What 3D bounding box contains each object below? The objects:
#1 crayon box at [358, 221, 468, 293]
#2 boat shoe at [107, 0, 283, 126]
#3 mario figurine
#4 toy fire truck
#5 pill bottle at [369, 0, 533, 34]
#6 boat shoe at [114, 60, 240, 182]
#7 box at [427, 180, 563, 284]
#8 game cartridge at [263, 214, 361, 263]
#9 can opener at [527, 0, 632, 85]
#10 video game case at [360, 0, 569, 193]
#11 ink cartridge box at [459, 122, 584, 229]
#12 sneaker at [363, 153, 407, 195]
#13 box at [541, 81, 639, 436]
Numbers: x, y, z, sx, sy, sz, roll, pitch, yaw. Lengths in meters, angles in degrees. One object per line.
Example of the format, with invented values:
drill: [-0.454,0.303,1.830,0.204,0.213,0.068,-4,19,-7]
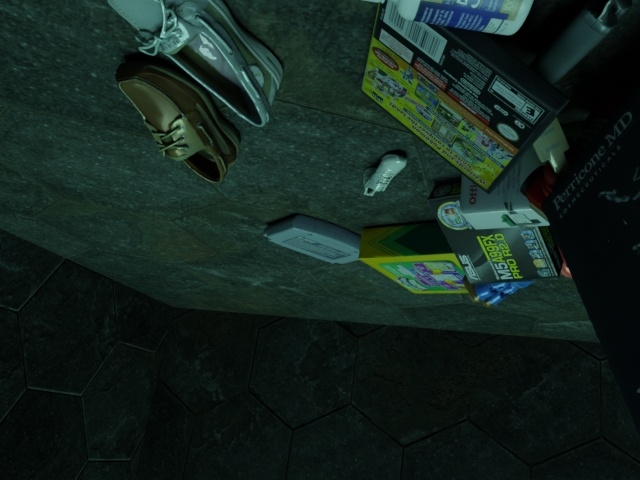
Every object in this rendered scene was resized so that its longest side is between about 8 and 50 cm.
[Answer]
crayon box: [0.338,0.058,1.650,0.313,0.106,0.363,-3,158,35]
boat shoe: [-0.180,-0.288,0.851,0.118,0.103,0.320,-5,158,35]
mario figurine: [0.526,0.045,1.441,0.320,0.170,0.198,-32,178,33]
toy fire truck: [0.385,-0.151,0.831,0.158,0.217,0.246,47,-173,25]
pill bottle: [0.142,-0.304,0.645,0.187,0.112,0.112,8,162,0]
boat shoe: [-0.259,-0.212,1.085,0.123,0.120,0.324,-1,159,27]
box: [0.394,-0.019,1.272,0.216,0.060,0.270,-8,126,39]
game cartridge: [0.000,0.000,1.712,0.294,0.060,0.196,21,162,-33]
can opener: [0.326,-0.293,0.701,0.095,0.076,0.283,42,160,3]
video game case: [0.181,-0.209,0.807,0.275,0.035,0.248,42,164,10]
ink cartridge box: [0.379,-0.112,1.038,0.219,0.160,0.092,-3,159,33]
sneaker: [0.139,-0.139,1.222,0.054,0.061,0.152,17,159,-18]
box: [0.520,-0.014,0.526,0.297,0.471,0.480,14,132,-12]
